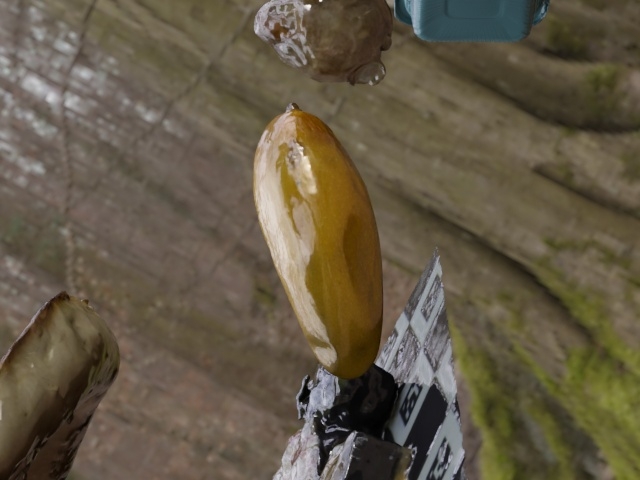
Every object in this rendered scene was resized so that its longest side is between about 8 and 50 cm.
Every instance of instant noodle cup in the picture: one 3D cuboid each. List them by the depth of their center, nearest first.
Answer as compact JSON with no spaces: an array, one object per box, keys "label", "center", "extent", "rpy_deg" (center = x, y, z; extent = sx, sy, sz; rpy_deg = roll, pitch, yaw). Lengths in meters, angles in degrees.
[{"label":"instant noodle cup","center":[0.149,-0.262,1.398],"extent":[0.179,0.157,0.070],"rpy_deg":[88,-174,-47]}]

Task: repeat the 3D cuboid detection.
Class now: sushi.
[{"label":"sushi","center":[-0.007,0.193,1.040],"extent":[0.320,0.069,0.339],"rpy_deg":[-86,19,-62]}]

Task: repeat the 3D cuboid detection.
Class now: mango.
[{"label":"mango","center":[0.000,0.000,0.970],"extent":[0.098,0.075,0.190],"rpy_deg":[120,139,-82]}]

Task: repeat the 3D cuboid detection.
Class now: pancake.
[{"label":"pancake","center":[-0.207,0.187,0.777],"extent":[0.356,0.065,0.356],"rpy_deg":[-62,-1,-3]}]

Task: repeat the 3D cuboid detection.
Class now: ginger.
[{"label":"ginger","center":[-0.006,-0.200,1.059],"extent":[0.080,0.104,0.204],"rpy_deg":[119,149,-43]}]
